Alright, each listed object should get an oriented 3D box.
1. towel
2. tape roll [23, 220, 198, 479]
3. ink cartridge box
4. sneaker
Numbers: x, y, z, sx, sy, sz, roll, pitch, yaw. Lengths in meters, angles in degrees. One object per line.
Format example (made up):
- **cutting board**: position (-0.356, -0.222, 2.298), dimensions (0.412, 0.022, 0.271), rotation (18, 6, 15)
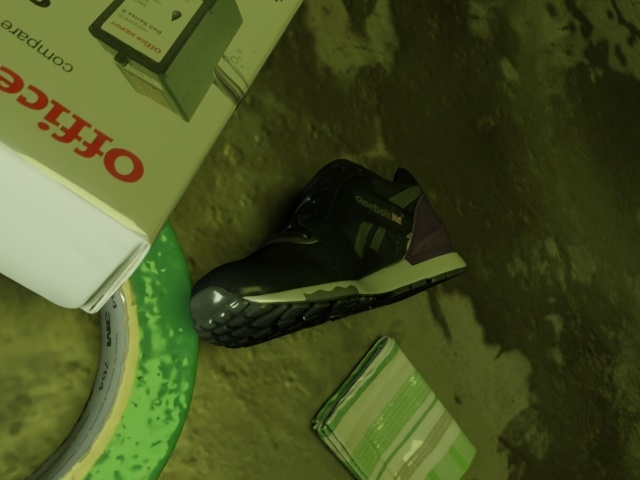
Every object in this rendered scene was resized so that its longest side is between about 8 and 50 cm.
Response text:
- **towel**: position (0.074, 0.176, 0.584), dimensions (0.113, 0.023, 0.152), rotation (-45, 105, -28)
- **tape roll**: position (-0.237, 0.062, 0.390), dimensions (0.321, 0.077, 0.321), rotation (6, 77, -29)
- **ink cartridge box**: position (-0.137, -0.128, 0.380), dimensions (0.198, 0.115, 0.272), rotation (34, 52, -17)
- **sneaker**: position (0.000, 0.000, 0.518), dimensions (0.283, 0.107, 0.124), rotation (-8, 74, -51)
